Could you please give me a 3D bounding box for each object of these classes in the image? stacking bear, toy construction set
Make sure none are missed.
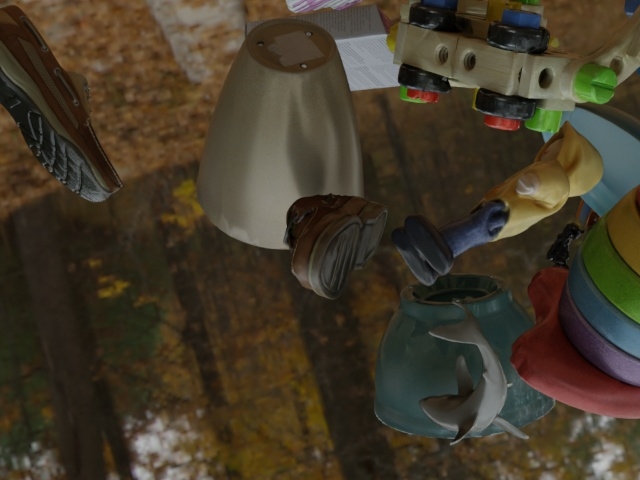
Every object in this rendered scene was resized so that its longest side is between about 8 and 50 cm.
[{"bbox_3d":[0.311,0.007,1.036,0.289,0.164,0.175,-65,178,37],"label":"stacking bear"},{"bbox_3d":[0.187,-0.167,1.022,0.215,0.151,0.328,-3,-175,-35],"label":"toy construction set"}]

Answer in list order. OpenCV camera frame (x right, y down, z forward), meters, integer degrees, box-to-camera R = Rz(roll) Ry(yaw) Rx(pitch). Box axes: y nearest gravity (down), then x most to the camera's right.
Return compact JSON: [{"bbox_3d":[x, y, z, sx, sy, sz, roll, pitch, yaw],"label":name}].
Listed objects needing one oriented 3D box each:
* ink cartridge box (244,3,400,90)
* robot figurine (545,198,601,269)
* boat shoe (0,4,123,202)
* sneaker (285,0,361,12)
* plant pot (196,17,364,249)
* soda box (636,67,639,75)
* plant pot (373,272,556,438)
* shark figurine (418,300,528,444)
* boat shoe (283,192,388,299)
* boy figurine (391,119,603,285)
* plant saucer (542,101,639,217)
[{"bbox_3d":[0.075,-0.342,2.125,0.330,0.071,0.324,-5,172,18],"label":"ink cartridge box"},{"bbox_3d":[0.472,-0.002,1.824,0.211,0.290,0.085,20,-169,11],"label":"robot figurine"},{"bbox_3d":[-0.393,-0.207,1.749,0.123,0.324,0.120,-3,-143,53],"label":"boat shoe"},{"bbox_3d":[0.008,-0.317,1.317,0.095,0.104,0.236,-20,-175,19],"label":"sneaker"},{"bbox_3d":[-0.049,-0.173,1.709,0.257,0.256,0.274,-17,140,-22],"label":"plant pot"},{"bbox_3d":[0.480,-0.157,1.435,0.067,0.210,0.071,-8,148,-40],"label":"soda box"},{"bbox_3d":[0.222,0.165,1.883,0.293,0.196,0.293,-6,-166,1],"label":"plant pot"},{"bbox_3d":[0.201,0.217,1.603,0.116,0.166,0.278,-44,156,-30],"label":"shark figurine"},{"bbox_3d":[0.000,0.000,1.528,0.105,0.110,0.307,19,-170,12],"label":"boat shoe"},{"bbox_3d":[0.230,-0.053,1.419,0.285,0.092,0.177,-32,173,-18],"label":"boy figurine"},{"bbox_3d":[0.437,-0.082,1.632,0.044,0.317,0.317,-43,-175,-9],"label":"plant saucer"}]
